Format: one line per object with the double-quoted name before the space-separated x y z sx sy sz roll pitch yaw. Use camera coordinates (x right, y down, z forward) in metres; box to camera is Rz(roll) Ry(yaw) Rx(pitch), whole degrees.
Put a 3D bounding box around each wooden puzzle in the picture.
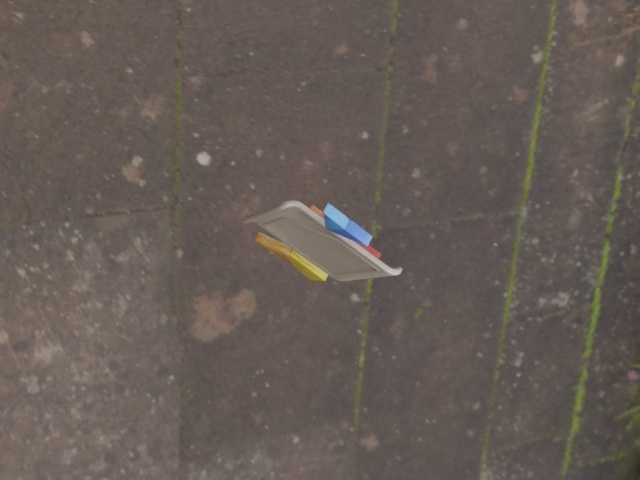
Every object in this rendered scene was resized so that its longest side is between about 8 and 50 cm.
"wooden puzzle" 0.000 0.000 0.449 0.078 0.116 0.014 33 73 -24
